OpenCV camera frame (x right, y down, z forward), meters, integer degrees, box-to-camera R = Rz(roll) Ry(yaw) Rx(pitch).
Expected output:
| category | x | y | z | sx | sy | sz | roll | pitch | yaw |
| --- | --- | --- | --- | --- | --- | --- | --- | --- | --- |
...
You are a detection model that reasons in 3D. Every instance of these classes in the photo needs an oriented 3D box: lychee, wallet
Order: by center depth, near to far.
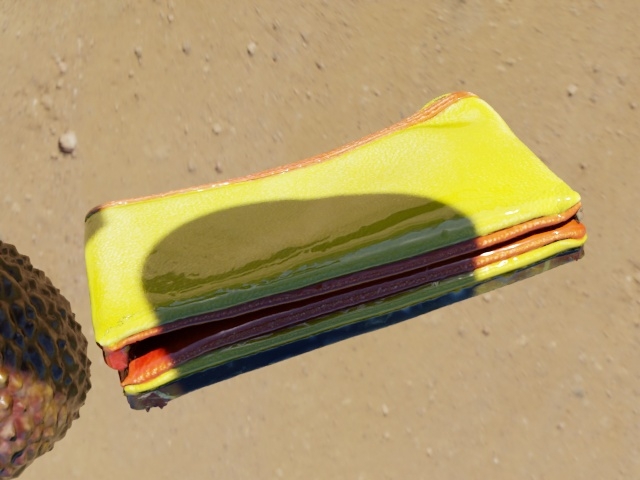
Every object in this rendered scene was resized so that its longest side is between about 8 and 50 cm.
| category | x | y | z | sx | sy | sz | roll | pitch | yaw |
| --- | --- | --- | --- | --- | --- | --- | --- | --- | --- |
| wallet | 0.000 | 0.000 | 0.636 | 0.241 | 0.141 | 0.067 | -17 | 123 | -7 |
| lychee | -0.245 | 0.078 | 0.773 | 0.194 | 0.194 | 0.194 | -3 | 110 | -8 |
